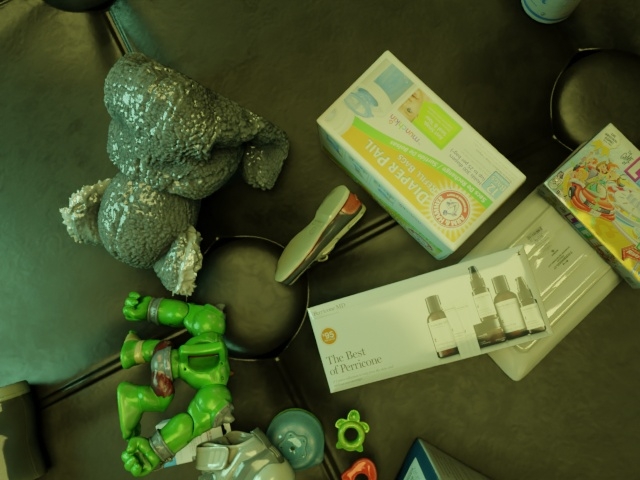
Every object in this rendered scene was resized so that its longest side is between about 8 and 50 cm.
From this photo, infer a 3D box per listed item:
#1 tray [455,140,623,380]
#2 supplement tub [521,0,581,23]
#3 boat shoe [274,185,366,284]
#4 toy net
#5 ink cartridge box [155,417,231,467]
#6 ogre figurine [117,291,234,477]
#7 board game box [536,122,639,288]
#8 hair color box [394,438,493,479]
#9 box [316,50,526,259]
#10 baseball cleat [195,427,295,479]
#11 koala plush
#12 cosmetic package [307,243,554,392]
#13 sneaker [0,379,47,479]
[{"bbox_3d":[0.272,0.019,0.625,0.270,0.030,0.145,-44,82,-3],"label":"tray"},{"bbox_3d":[0.281,-0.307,0.625,0.070,0.107,0.071,0,83,3],"label":"supplement tub"},{"bbox_3d":[0.000,0.000,0.635,0.043,0.049,0.137,40,85,-33],"label":"boat shoe"},{"bbox_3d":[0.004,0.306,0.599,0.121,0.045,0.233,-5,84,1],"label":"toy net"},{"bbox_3d":[-0.140,0.223,0.621,0.083,0.028,0.048,-13,84,1],"label":"ink cartridge box"},{"bbox_3d":[-0.157,0.143,0.595,0.118,0.097,0.197,-9,39,-3],"label":"ogre figurine"},{"bbox_3d":[0.333,-0.038,0.599,0.103,0.026,0.154,-42,83,-3],"label":"board game box"},{"bbox_3d":[0.232,0.339,0.515,0.347,0.174,0.105,28,86,6],"label":"hair color box"},{"bbox_3d":[0.106,-0.088,0.609,0.203,0.103,0.114,44,87,7],"label":"box"},{"bbox_3d":[-0.114,0.280,0.585,0.206,0.072,0.109,-45,71,13],"label":"baseball cleat"},{"bbox_3d":[-0.173,-0.066,0.591,0.196,0.203,0.221,29,97,6],"label":"koala plush"},{"bbox_3d":[0.114,0.086,0.590,0.238,0.060,0.099,-18,80,11],"label":"cosmetic package"},{"bbox_3d":[-0.427,0.249,0.606,0.221,0.083,0.118,-19,83,-1],"label":"sneaker"}]
